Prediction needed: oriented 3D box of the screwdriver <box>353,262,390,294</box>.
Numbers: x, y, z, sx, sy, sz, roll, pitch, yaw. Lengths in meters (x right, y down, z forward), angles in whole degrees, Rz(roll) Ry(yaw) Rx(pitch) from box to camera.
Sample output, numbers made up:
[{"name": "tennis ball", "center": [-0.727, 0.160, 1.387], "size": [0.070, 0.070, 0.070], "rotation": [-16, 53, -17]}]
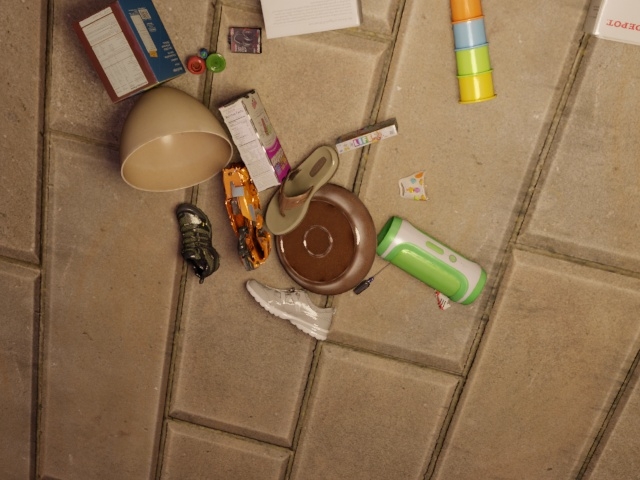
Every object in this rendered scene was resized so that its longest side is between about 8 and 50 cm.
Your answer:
[{"name": "screwdriver", "center": [0.163, 0.099, 1.786], "size": [0.170, 0.024, 0.025], "rotation": [-38, 132, 14]}]

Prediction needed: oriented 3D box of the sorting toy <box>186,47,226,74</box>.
[{"name": "sorting toy", "center": [-0.295, -0.465, 1.617], "size": [0.101, 0.042, 0.061], "rotation": [-8, 126, -1]}]

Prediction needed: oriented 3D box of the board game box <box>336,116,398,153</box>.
[{"name": "board game box", "center": [0.121, -0.268, 1.594], "size": [0.154, 0.103, 0.026], "rotation": [-17, 108, 14]}]

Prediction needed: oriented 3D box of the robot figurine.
[{"name": "robot figurine", "center": [-0.194, -0.062, 1.677], "size": [0.085, 0.211, 0.291], "rotation": [-11, 104, 4]}]

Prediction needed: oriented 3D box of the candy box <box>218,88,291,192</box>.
[{"name": "candy box", "center": [-0.164, -0.258, 1.611], "size": [0.071, 0.159, 0.234], "rotation": [-19, 107, 14]}]

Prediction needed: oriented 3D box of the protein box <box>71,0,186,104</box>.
[{"name": "protein box", "center": [-0.464, -0.471, 1.547], "size": [0.135, 0.200, 0.201], "rotation": [-19, 108, 16]}]

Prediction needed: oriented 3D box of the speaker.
[{"name": "speaker", "center": [0.295, 0.056, 1.688], "size": [0.296, 0.131, 0.131], "rotation": [31, 113, -5]}]

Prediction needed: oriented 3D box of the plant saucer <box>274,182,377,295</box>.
[{"name": "plant saucer", "center": [0.000, 0.000, 1.690], "size": [0.310, 0.050, 0.311], "rotation": [4, 99, 27]}]

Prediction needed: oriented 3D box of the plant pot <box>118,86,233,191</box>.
[{"name": "plant pot", "center": [-0.388, -0.277, 1.603], "size": [0.284, 0.284, 0.191], "rotation": [-26, 71, 17]}]

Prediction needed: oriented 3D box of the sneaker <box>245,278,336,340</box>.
[{"name": "sneaker", "center": [-0.085, 0.180, 1.829], "size": [0.281, 0.105, 0.115], "rotation": [30, 83, -2]}]

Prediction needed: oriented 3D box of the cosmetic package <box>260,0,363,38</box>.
[{"name": "cosmetic package", "center": [-0.025, -0.604, 1.461], "size": [0.224, 0.138, 0.225], "rotation": [-4, 110, 10]}]

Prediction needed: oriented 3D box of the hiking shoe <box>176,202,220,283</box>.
[{"name": "hiking shoe", "center": [-0.352, 0.006, 1.770], "size": [0.086, 0.114, 0.227], "rotation": [-16, 109, 14]}]

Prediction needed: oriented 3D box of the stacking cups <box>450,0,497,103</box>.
[{"name": "stacking cups", "center": [0.355, -0.492, 1.488], "size": [0.096, 0.096, 0.316], "rotation": [-8, 105, 12]}]

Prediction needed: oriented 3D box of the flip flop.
[{"name": "flip flop", "center": [-0.058, -0.134, 1.633], "size": [0.277, 0.080, 0.112], "rotation": [-49, 67, 18]}]

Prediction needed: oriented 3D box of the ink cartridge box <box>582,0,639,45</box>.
[{"name": "ink cartridge box", "center": [0.727, -0.580, 1.367], "size": [0.211, 0.121, 0.289], "rotation": [12, 113, 3]}]

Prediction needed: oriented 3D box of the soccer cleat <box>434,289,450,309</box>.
[{"name": "soccer cleat", "center": [0.346, 0.159, 1.777], "size": [0.035, 0.029, 0.083], "rotation": [-18, 112, 6]}]

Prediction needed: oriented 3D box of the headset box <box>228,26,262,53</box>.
[{"name": "headset box", "center": [-0.192, -0.506, 1.583], "size": [0.083, 0.032, 0.062], "rotation": [5, 113, 5]}]

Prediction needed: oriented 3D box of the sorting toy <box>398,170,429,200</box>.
[{"name": "sorting toy", "center": [0.246, -0.138, 1.669], "size": [0.075, 0.045, 0.083], "rotation": [0, 113, 29]}]
